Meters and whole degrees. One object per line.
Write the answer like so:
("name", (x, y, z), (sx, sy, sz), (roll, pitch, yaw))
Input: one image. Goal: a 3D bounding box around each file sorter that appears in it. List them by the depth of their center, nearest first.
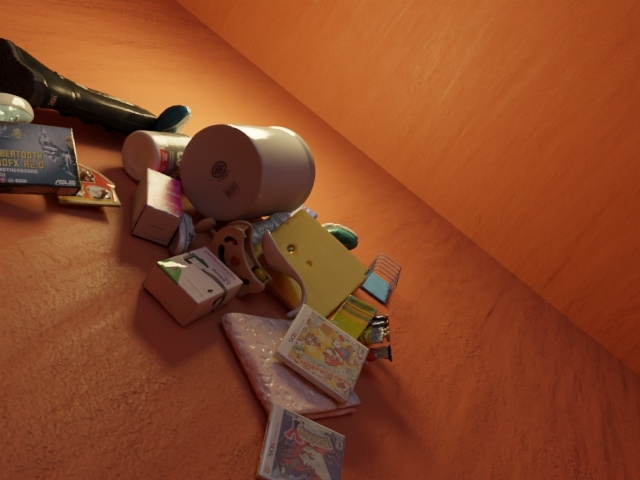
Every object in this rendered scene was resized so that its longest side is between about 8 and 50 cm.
("file sorter", (0.234, 0.140, 2.348), (0.118, 0.104, 0.170), (35, 24, -1))

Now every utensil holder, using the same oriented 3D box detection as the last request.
("utensil holder", (-0.240, -0.231, 2.066), (0.327, 0.327, 0.385), (42, 19, 13))

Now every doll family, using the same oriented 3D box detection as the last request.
("doll family", (0.131, 0.275, 1.901), (0.163, 0.118, 0.263), (-6, 25, 6))

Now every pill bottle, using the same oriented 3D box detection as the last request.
("pill bottle", (-0.501, -0.278, 2.041), (0.161, 0.161, 0.283), (45, 25, 18))

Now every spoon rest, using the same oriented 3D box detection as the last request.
("spoon rest", (-0.106, 0.092, 1.833), (0.137, 0.084, 0.276), (85, -16, -75))

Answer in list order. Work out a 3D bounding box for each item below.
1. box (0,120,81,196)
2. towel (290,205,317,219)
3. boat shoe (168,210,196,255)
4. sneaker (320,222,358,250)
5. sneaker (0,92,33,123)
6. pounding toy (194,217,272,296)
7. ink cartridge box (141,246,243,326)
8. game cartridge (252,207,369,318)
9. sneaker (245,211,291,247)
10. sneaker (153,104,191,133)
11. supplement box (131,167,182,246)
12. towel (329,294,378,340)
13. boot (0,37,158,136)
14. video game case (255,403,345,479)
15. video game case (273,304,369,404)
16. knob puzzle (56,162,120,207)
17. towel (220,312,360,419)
("box", (-0.749, -0.209, 1.575), (0.231, 0.056, 0.183), (0, 69, -42))
("towel", (-0.167, -0.159, 2.433), (0.336, 0.040, 0.243), (36, 23, -2))
("boat shoe", (-0.401, -0.027, 1.812), (0.075, 0.083, 0.226), (22, 27, -28))
("sneaker", (0.000, 0.000, 2.233), (0.275, 0.107, 0.110), (7, 31, 8))
("sneaker", (-0.909, -0.308, 1.630), (0.366, 0.135, 0.150), (-15, 86, -67))
("pounding toy", (-0.235, 0.022, 1.805), (0.269, 0.154, 0.155), (53, 23, -4))
("ink cartridge box", (-0.334, 0.115, 1.629), (0.160, 0.092, 0.219), (42, 25, 11))
("game cartridge", (-0.043, 0.087, 1.946), (0.323, 0.053, 0.285), (44, 62, 10))
("sneaker", (-0.186, -0.042, 2.050), (0.114, 0.152, 0.305), (49, 28, 23))
("sneaker", (-0.521, -0.387, 2.133), (0.092, 0.228, 0.087), (16, 48, -52))
("supplement box", (-0.482, -0.100, 1.803), (0.111, 0.114, 0.220), (22, 26, -28))
("towel", (0.078, 0.248, 1.801), (0.102, 0.021, 0.237), (24, 38, 17))
("boot", (-0.809, -0.487, 2.025), (0.367, 0.146, 0.445), (44, 22, 31))
("video game case", (-0.039, 0.486, 1.384), (0.201, 0.023, 0.183), (30, 38, -16))
("video game case", (0.009, 0.300, 1.649), (0.227, 0.026, 0.206), (36, 38, -2))
("knob puzzle", (-0.668, -0.169, 1.723), (0.213, 0.030, 0.213), (24, 30, -14))
("towel", (-0.079, 0.330, 1.636), (0.317, 0.053, 0.332), (11, 34, -45))
